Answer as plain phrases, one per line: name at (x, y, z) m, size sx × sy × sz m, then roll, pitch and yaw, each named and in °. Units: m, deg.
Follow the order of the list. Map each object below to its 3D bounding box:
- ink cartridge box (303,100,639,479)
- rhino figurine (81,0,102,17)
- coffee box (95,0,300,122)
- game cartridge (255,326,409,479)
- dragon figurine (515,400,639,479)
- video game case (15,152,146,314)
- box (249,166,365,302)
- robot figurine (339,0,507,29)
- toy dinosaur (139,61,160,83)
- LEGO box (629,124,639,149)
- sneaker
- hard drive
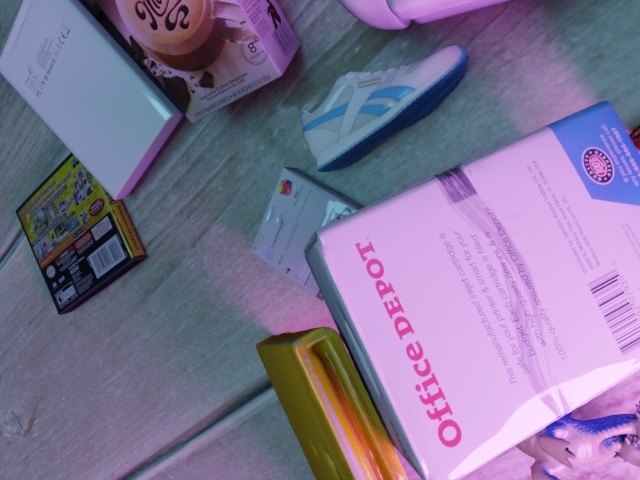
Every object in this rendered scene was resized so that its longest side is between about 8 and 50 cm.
ink cartridge box at (0.167, 0.039, 0.428) m, size 0.307 × 0.129 × 0.223 m, roll -24°, pitch 85°, yaw -11°
rhino figurine at (-0.472, -0.389, 0.810) m, size 0.243 × 0.073 × 0.106 m, roll -44°, pitch 74°, yaw 26°
coffee box at (-0.180, -0.326, 0.560) m, size 0.168 × 0.119 × 0.297 m, roll -17°, pitch 127°, yaw 28°
game cartridge at (0.014, 0.247, 0.552) m, size 0.052 × 0.323 × 0.285 m, roll -24°, pitch 85°, yaw -18°
dragon figurine at (0.242, 0.206, 0.521) m, size 0.289 × 0.144 × 0.085 m, roll 9°, pitch 104°, yaw 45°
video game case at (-0.486, -0.016, 0.888) m, size 0.274 × 0.035 × 0.248 m, roll -30°, pitch 83°, yaw 27°
box at (0.000, 0.000, 0.643) m, size 0.186 × 0.038 × 0.145 m, roll 31°, pitch 109°, yaw 19°
robot figurine at (0.140, -0.334, 0.437) m, size 0.353 × 0.200 × 0.300 m, roll -2°, pitch 56°, yaw 27°
toy dinosaur at (-0.266, -0.291, 0.721) m, size 0.082 × 0.090 × 0.047 m, roll 140°, pitch 120°, yaw -70°
LEGO box at (0.559, -0.133, 0.259) m, size 0.372 × 0.193 × 0.500 m, roll 48°, pitch 114°, yaw 13°
sneaker at (0.071, -0.178, 0.558) m, size 0.228 × 0.087 × 0.092 m, roll -29°, pitch 82°, yaw 25°
hard drive at (-0.401, -0.256, 0.762) m, size 0.319 × 0.040 × 0.210 m, roll 48°, pitch 117°, yaw 1°
